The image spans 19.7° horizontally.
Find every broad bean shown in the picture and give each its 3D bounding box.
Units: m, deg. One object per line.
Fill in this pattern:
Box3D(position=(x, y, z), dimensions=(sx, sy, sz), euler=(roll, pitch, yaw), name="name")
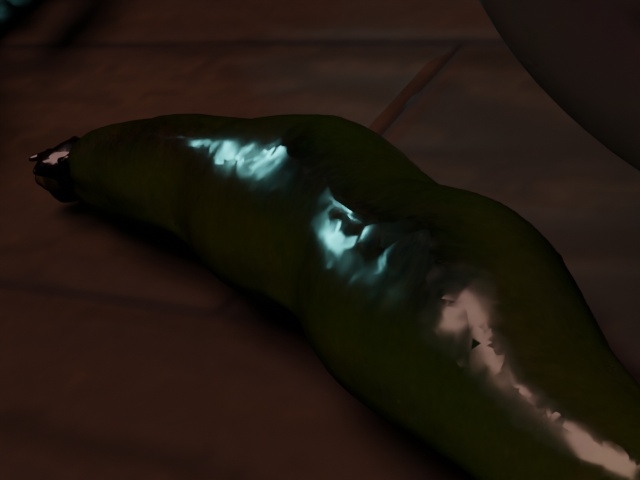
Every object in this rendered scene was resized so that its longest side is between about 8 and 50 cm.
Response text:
Box3D(position=(0.001, -0.001, 0.457), dimensions=(0.060, 0.043, 0.297), euler=(-47, 32, -9), name="broad bean")

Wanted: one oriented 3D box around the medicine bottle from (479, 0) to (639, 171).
Box3D(position=(0.152, -0.164, 0.421), dimensions=(0.202, 0.202, 0.316), euler=(-11, 35, 28), name="medicine bottle")
